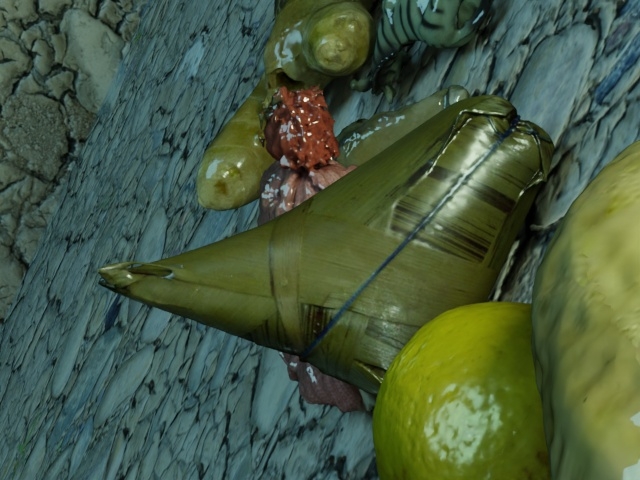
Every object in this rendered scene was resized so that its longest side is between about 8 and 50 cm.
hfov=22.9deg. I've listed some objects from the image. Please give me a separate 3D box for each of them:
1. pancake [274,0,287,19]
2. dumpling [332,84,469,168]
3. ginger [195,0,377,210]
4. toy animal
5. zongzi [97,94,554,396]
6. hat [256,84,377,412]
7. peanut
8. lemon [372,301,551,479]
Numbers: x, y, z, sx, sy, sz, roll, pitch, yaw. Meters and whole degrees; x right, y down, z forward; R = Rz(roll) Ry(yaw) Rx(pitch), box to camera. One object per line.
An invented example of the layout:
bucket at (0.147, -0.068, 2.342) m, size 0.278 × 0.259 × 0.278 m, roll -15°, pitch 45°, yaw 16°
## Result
pancake at (-0.014, -0.354, 2.029) m, size 0.250 × 0.031 × 0.250 m, roll -172°, pitch 90°, yaw -67°
dumpling at (0.034, -0.065, 1.539) m, size 0.166 × 0.086 × 0.332 m, roll -67°, pitch 14°, yaw -13°
ginger at (-0.012, -0.227, 1.841) m, size 0.363 × 0.122 × 0.348 m, roll 120°, pitch 173°, yaw -49°
toy animal at (0.106, -0.219, 1.553) m, size 0.217 × 0.073 × 0.176 m, roll 23°, pitch 94°, yaw 67°
zongzi at (0.008, -0.028, 1.233) m, size 0.123 × 0.289 × 0.260 m, roll -129°, pitch 63°, yaw -84°
hat at (0.000, 0.000, 1.418) m, size 0.237 × 0.107 × 0.286 m, roll -158°, pitch 59°, yaw -63°
peanut at (0.199, 0.060, 0.763) m, size 0.192 × 0.169 × 0.387 m, roll -17°, pitch 31°, yaw 13°
lemon at (0.116, 0.123, 0.941) m, size 0.170 × 0.170 × 0.207 m, roll -63°, pitch 23°, yaw 7°
